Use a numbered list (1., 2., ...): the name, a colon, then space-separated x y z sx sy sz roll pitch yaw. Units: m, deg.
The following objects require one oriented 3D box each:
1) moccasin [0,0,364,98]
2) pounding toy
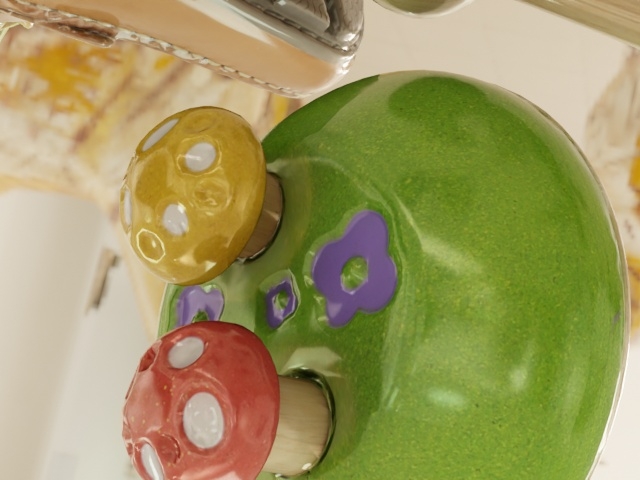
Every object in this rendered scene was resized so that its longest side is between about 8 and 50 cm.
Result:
1. moccasin: -0.158 -0.144 0.611 0.380 0.139 0.147 15 138 -23
2. pounding toy: 0.000 0.000 0.430 0.110 0.237 0.183 18 -164 -43
